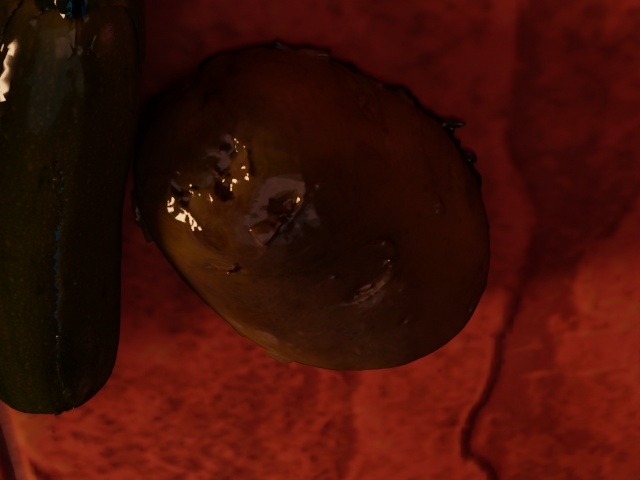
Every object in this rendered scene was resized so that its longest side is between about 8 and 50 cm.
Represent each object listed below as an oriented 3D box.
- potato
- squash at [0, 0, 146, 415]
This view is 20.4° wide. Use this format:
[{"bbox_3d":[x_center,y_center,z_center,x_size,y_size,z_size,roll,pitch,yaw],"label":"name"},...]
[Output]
[{"bbox_3d":[0.000,0.000,0.851,0.164,0.081,0.200,-30,133,23],"label":"potato"},{"bbox_3d":[-0.123,-0.035,0.801,0.087,0.087,0.331,5,138,-9],"label":"squash"}]
